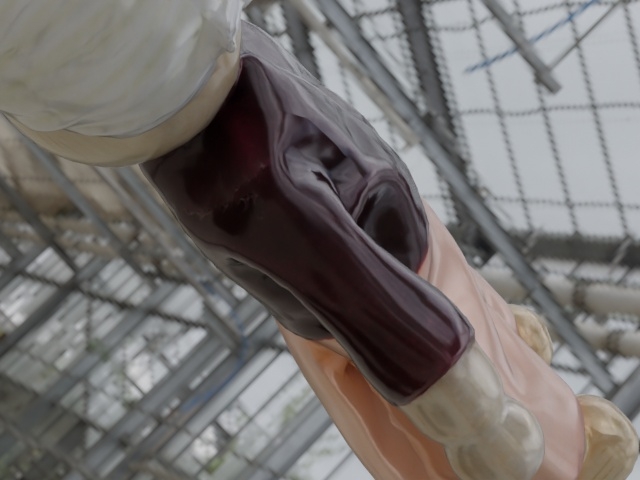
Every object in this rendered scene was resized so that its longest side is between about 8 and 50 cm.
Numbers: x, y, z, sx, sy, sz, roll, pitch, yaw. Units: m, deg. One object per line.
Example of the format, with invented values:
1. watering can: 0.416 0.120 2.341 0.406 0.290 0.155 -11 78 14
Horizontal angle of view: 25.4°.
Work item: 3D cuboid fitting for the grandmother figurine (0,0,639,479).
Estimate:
1. grandmother figurine: 0.000 0.000 0.450 0.208 0.104 0.342 41 -3 44
